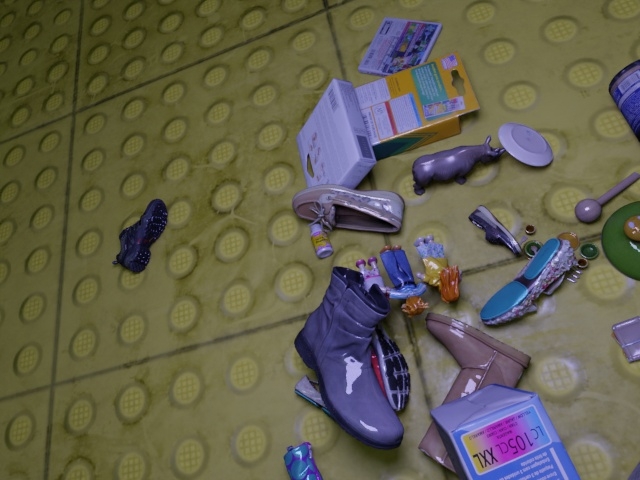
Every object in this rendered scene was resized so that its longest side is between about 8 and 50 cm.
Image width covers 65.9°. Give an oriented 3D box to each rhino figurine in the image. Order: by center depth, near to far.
[{"bbox_3d":[0.333,-0.186,1.187,0.243,0.106,0.073,-17,63,13],"label":"rhino figurine"}]

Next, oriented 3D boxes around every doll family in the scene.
[{"bbox_3d":[0.205,0.081,1.064,0.263,0.118,0.163,-11,61,-14],"label":"doll family"}]

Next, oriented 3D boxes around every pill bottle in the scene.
[{"bbox_3d":[0.737,-0.283,1.076,0.123,0.123,0.219,-18,63,12],"label":"pill bottle"},{"bbox_3d":[0.000,0.000,1.260,0.043,0.043,0.083,-25,61,8],"label":"pill bottle"}]

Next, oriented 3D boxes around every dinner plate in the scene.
[{"bbox_3d":[0.486,-0.232,1.161,0.141,0.017,0.141,10,52,-13],"label":"dinner plate"}]

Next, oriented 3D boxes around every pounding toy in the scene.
[{"bbox_3d":[0.662,-0.037,1.001,0.183,0.110,0.237,-33,61,3],"label":"pounding toy"}]

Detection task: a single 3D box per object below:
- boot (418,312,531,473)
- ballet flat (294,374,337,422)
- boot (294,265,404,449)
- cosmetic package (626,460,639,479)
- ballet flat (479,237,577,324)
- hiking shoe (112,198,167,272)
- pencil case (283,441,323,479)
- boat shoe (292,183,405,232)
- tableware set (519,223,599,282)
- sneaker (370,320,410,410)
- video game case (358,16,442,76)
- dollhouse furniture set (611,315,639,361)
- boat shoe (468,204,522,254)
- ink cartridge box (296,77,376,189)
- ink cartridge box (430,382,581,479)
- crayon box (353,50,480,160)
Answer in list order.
[{"bbox_3d":[0.270,0.308,1.002,0.236,0.089,0.269,24,78,27],"label":"boot"},{"bbox_3d":[0.015,0.355,1.093,0.168,0.057,0.052,28,69,28],"label":"ballet flat"},{"bbox_3d":[0.078,0.215,0.975,0.338,0.118,0.223,46,118,38],"label":"boot"},{"bbox_3d":[0.572,0.382,0.738,0.129,0.296,0.153,37,84,30],"label":"cosmetic package"},{"bbox_3d":[0.443,0.102,1.032,0.241,0.077,0.091,-49,15,12],"label":"ballet flat"},{"bbox_3d":[-0.534,-0.026,1.440,0.114,0.086,0.227,14,73,21],"label":"hiking shoe"},{"bbox_3d":[-0.022,0.503,1.033,0.070,0.064,0.152,-41,59,18],"label":"pencil case"},{"bbox_3d":[0.062,-0.073,1.219,0.285,0.104,0.089,1,52,15],"label":"boat shoe"},{"bbox_3d":[0.515,0.015,1.080,0.154,0.024,0.104,34,81,29],"label":"tableware set"},{"bbox_3d":[0.106,0.252,1.097,0.118,0.107,0.279,-37,55,23],"label":"sneaker"},{"bbox_3d":[0.232,-0.560,1.440,0.183,0.023,0.201,20,74,26],"label":"video game case"},{"bbox_3d":[0.656,0.174,0.959,0.151,0.058,0.076,-31,66,27],"label":"dollhouse furniture set"},{"bbox_3d":[0.396,-0.016,1.123,0.049,0.056,0.152,-39,48,10],"label":"boat shoe"},{"bbox_3d":[0.032,-0.243,1.307,0.239,0.060,0.275,-49,46,49],"label":"ink cartridge box"},{"bbox_3d":[0.332,0.446,0.777,0.151,0.270,0.395,-22,76,1],"label":"ink cartridge box"},{"bbox_3d":[0.234,-0.348,1.309,0.323,0.083,0.203,-17,63,13],"label":"crayon box"}]
